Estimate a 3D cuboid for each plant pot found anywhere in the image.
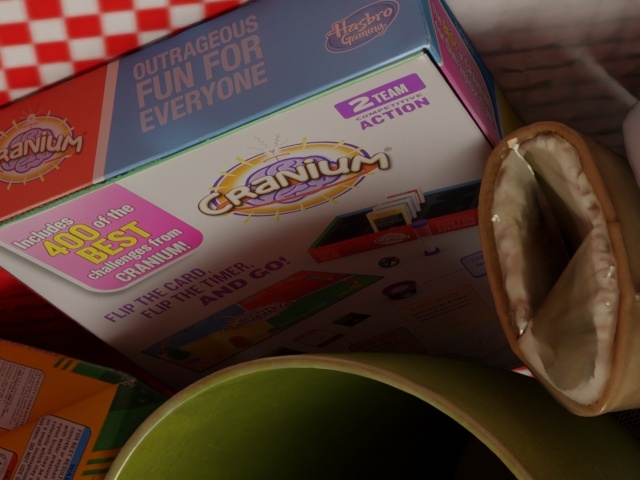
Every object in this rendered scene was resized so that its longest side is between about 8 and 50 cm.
[{"bbox_3d":[0.070,0.174,0.856,0.275,0.274,0.293,-29,171,28],"label":"plant pot"}]

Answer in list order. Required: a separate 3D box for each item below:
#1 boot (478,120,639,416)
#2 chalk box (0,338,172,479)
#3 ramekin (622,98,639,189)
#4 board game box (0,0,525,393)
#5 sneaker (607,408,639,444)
[{"bbox_3d":[0.177,0.072,0.811,0.089,0.236,0.269,-23,164,26],"label":"boot"},{"bbox_3d":[-0.117,0.189,0.951,0.179,0.180,0.289,11,164,38],"label":"chalk box"},{"bbox_3d":[0.275,0.007,0.764,0.127,0.273,0.273,-40,139,22],"label":"ramekin"},{"bbox_3d":[0.000,0.000,0.848,0.242,0.064,0.316,-20,147,16],"label":"board game box"},{"bbox_3d":[0.229,0.091,1.055,0.227,0.130,0.087,-35,146,-13],"label":"sneaker"}]
